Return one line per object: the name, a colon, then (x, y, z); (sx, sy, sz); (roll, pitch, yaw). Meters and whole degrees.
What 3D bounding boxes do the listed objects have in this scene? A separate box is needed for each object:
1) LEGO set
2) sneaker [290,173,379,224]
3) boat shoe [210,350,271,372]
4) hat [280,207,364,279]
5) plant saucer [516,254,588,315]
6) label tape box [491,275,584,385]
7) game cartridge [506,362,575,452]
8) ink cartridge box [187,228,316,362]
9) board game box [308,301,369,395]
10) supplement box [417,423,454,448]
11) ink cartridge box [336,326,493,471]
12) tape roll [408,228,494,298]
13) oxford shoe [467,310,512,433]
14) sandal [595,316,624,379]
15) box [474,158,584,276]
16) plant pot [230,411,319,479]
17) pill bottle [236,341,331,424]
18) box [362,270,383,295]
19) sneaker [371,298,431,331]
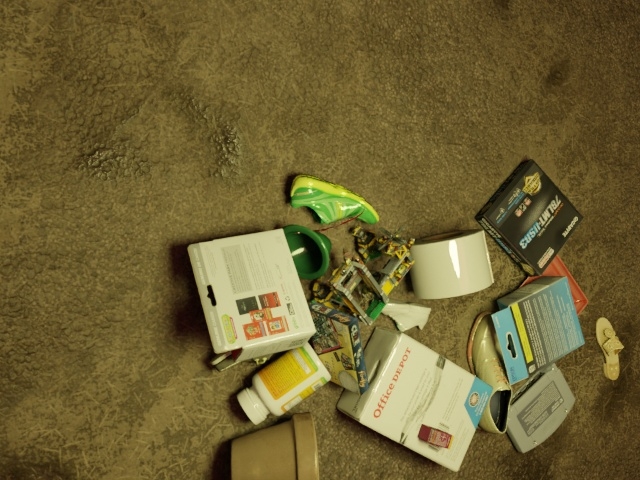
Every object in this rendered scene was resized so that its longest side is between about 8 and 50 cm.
LEGO set: (0.103, 0.068, 1.743); (0.331, 0.255, 0.192); (-45, 127, -11)
sneaker: (0.037, -0.103, 1.817); (0.295, 0.109, 0.123); (19, 103, -23)
boat shoe: (-0.160, 0.292, 1.707); (0.305, 0.109, 0.091); (-27, 95, -25)
hat: (0.000, 0.000, 1.786); (0.183, 0.208, 0.173); (-40, 133, -49)
plant saucer: (0.802, 0.210, 2.163); (0.259, 0.048, 0.258); (-43, 105, -17)
label tape box: (0.694, 0.291, 2.024); (0.347, 0.115, 0.249); (-21, 98, -23)
game cartridge: (0.760, 0.592, 2.136); (0.294, 0.060, 0.196); (-35, 99, -20)
ink cartridge box: (-0.196, 0.147, 1.620); (0.272, 0.130, 0.309); (-9, 66, -23)
board game box: (0.048, 0.305, 1.726); (0.042, 0.165, 0.243); (-32, 124, -36)
supplement box: (0.334, 0.568, 1.767); (0.083, 0.055, 0.043); (23, 81, -22)
ink cartridge box: (0.291, 0.481, 1.868); (0.395, 0.166, 0.285); (33, 77, -21)
tape roll: (0.393, 0.069, 1.880); (0.246, 0.246, 0.169); (-14, 94, -23)
oxford shoe: (0.577, 0.434, 2.005); (0.140, 0.146, 0.397); (1, 88, -21)
sandal: (1.097, 0.405, 2.271); (0.088, 0.079, 0.240); (-11, 93, -24)
box: (0.724, -0.077, 2.101); (0.293, 0.073, 0.295); (46, 72, -6)
plant pot: (-0.128, 0.608, 1.660); (0.229, 0.263, 0.263); (-1, 90, -7)
pill bottle: (-0.105, 0.400, 1.703); (0.245, 0.136, 0.136); (-34, 103, -7)
box: (0.168, 0.132, 1.837); (0.028, 0.136, 0.081); (42, 73, -17)
sneaker: (0.250, 0.237, 1.910); (0.212, 0.080, 0.094); (12, 96, -24)
